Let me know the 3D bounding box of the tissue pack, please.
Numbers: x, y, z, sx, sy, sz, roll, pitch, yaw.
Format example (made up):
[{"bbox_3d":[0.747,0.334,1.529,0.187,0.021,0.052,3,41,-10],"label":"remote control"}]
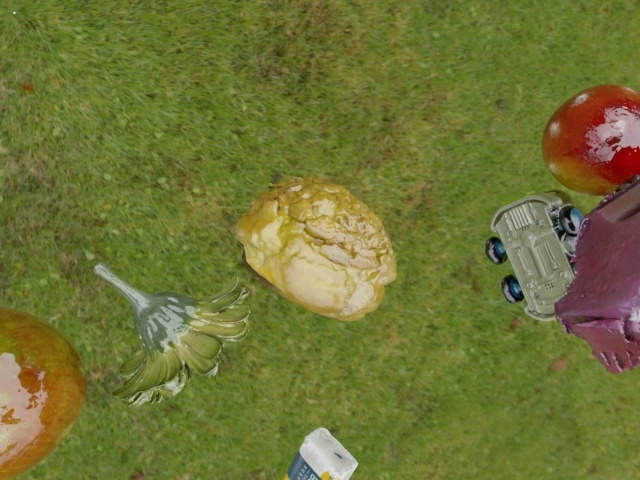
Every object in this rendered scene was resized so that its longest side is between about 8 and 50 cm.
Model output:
[{"bbox_3d":[-0.002,0.261,0.696,0.042,0.062,0.083,-13,137,-48],"label":"tissue pack"}]

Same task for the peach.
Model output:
[{"bbox_3d":[0.454,-0.160,0.996,0.198,0.197,0.197,-9,112,-23],"label":"peach"}]

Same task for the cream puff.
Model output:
[{"bbox_3d":[0.000,0.000,0.684,0.189,0.189,0.129,27,99,-31],"label":"cream puff"}]

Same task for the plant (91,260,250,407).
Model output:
[{"bbox_3d":[-0.299,0.173,1.195,0.297,0.261,0.305,31,66,8],"label":"plant"}]

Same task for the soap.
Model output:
[{"bbox_3d":[0.370,0.037,0.701,0.289,0.112,0.182,-26,97,-40],"label":"soap"}]

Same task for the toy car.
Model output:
[{"bbox_3d":[0.472,0.020,1.224,0.198,0.204,0.247,-13,79,-40],"label":"toy car"}]

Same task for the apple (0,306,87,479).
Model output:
[{"bbox_3d":[-0.457,0.217,0.865,0.246,0.246,0.226,-44,158,-6],"label":"apple"}]
